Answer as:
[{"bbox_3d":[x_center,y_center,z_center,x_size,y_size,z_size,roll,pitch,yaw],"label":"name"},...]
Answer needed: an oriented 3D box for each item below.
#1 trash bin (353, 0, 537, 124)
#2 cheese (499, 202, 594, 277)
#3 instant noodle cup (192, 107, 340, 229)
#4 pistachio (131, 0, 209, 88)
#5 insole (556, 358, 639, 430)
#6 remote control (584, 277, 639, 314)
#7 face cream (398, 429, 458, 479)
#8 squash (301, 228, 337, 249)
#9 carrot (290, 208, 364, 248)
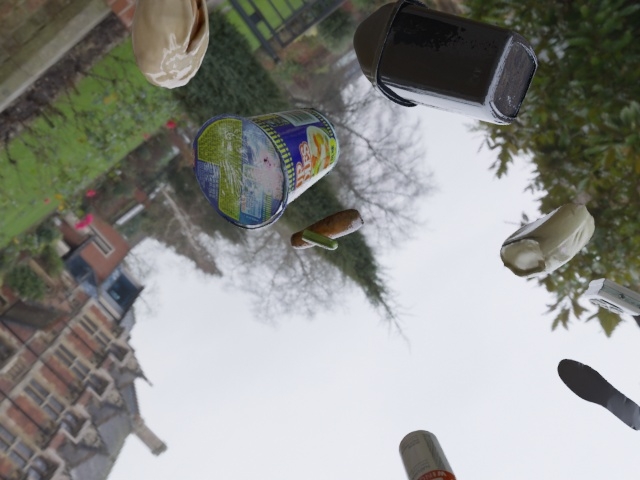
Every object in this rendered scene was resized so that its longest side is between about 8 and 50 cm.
[{"bbox_3d":[0.219,-0.319,1.132,0.290,0.209,0.182,25,-80,32],"label":"trash bin"},{"bbox_3d":[0.640,-0.001,1.777,0.233,0.127,0.266,-36,-179,-26],"label":"cheese"},{"bbox_3d":[-0.112,-0.209,1.571,0.284,0.284,0.312,-25,-174,39],"label":"instant noodle cup"},{"bbox_3d":[-0.371,-0.537,1.548,0.214,0.318,0.193,-4,171,32],"label":"pistachio"},{"bbox_3d":[0.482,0.263,1.077,0.064,0.188,0.004,-57,-176,-26],"label":"insole"},{"bbox_3d":[0.730,0.143,1.566,0.055,0.103,0.277,-63,163,3],"label":"remote control"},{"bbox_3d":[0.232,0.504,1.235,0.102,0.102,0.345,-37,-167,4],"label":"face cream"},{"bbox_3d":[0.000,0.000,1.433,0.027,0.083,0.027,20,90,-75],"label":"squash"},{"bbox_3d":[0.012,-0.025,1.487,0.186,0.060,0.060,-21,-160,13],"label":"carrot"}]
